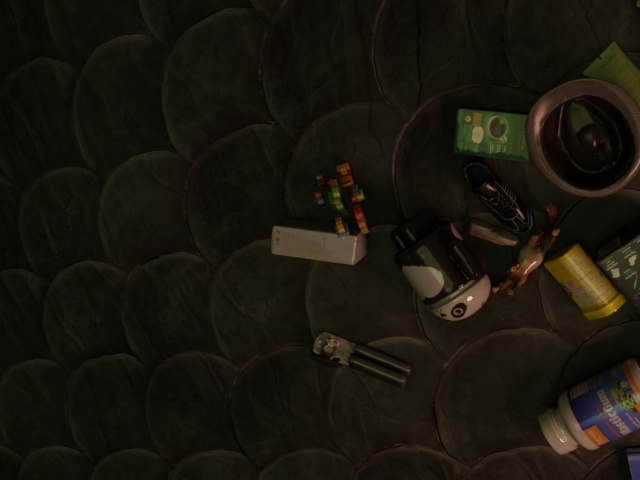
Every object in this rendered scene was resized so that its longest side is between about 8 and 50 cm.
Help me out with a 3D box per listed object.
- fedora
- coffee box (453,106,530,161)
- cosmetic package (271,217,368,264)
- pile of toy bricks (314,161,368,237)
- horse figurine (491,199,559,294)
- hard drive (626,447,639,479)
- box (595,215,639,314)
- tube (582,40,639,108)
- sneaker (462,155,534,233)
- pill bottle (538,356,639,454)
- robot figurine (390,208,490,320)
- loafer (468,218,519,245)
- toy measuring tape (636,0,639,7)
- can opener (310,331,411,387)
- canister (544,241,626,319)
[{"bbox_3d":[0.590,-0.235,1.653,0.244,0.124,0.275,-34,99,27],"label":"fedora"},{"bbox_3d":[0.412,-0.253,1.764,0.184,0.040,0.113,8,107,20],"label":"coffee box"},{"bbox_3d":[0.000,0.000,1.950,0.231,0.117,0.085,9,107,20],"label":"cosmetic package"},{"bbox_3d":[0.045,-0.113,1.854,0.118,0.105,0.212,-18,61,7],"label":"pile of toy bricks"},{"bbox_3d":[0.494,0.032,1.758,0.066,0.174,0.263,34,100,14],"label":"horse figurine"},{"bbox_3d":[0.924,0.590,1.786,0.319,0.040,0.210,-11,100,23],"label":"hard drive"},{"bbox_3d":[0.754,0.092,1.653,0.143,0.165,0.270,-40,87,24],"label":"box"},{"bbox_3d":[0.679,-0.325,1.605,0.070,0.062,0.240,-28,60,-12],"label":"tube"},{"bbox_3d":[0.417,-0.103,1.774,0.081,0.090,0.232,-43,86,25],"label":"sneaker"},{"bbox_3d":[0.668,0.405,1.776,0.272,0.152,0.152,-36,89,24],"label":"pill bottle"},{"bbox_3d":[0.291,0.065,1.820,0.174,0.209,0.278,-35,89,12],"label":"robot figurine"},{"bbox_3d":[0.424,-0.012,1.826,0.125,0.045,0.039,25,128,20],"label":"loafer"},{"bbox_3d":[0.766,-0.371,1.549,0.121,0.121,0.330,-23,95,25],"label":"toy measuring tape"},{"bbox_3d":[0.109,0.326,2.028,0.281,0.074,0.093,17,144,18],"label":"can opener"},{"bbox_3d":[0.613,0.094,1.735,0.073,0.126,0.170,-38,86,-15],"label":"canister"}]
